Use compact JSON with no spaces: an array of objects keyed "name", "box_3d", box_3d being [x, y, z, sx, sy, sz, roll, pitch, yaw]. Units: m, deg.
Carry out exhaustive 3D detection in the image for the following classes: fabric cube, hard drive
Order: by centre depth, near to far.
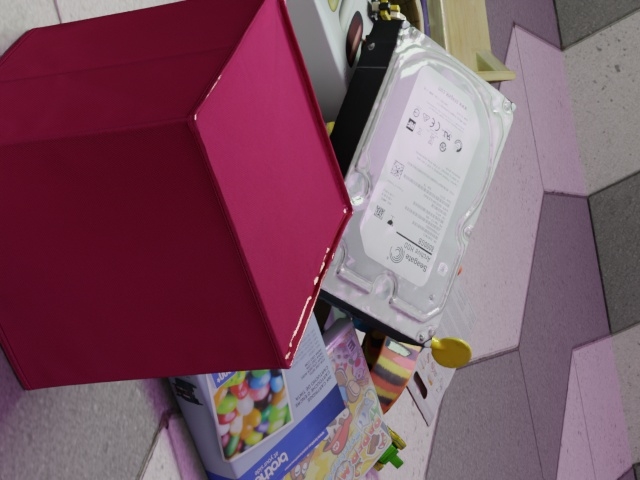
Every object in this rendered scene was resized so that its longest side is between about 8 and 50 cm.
[{"name":"fabric cube","box_3d":[-0.148,-0.049,1.316,0.259,0.258,0.254,-66,143,-54]},{"name":"hard drive","box_3d":[0.101,-0.066,1.812,0.237,0.064,0.339,31,76,-40]}]

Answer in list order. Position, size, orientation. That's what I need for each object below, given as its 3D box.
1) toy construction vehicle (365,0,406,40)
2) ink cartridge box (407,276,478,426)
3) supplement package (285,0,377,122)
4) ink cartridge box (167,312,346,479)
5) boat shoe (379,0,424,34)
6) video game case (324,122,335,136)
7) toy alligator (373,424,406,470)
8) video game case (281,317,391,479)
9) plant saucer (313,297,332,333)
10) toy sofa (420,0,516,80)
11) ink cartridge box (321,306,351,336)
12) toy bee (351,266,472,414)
[{"name":"toy construction vehicle","box_3d":[0.086,-0.259,1.892,0.098,0.035,0.086,43,47,-66]},{"name":"ink cartridge box","box_3d":[0.175,0.161,2.432,0.225,0.056,0.181,-61,144,-27]},{"name":"supplement package","box_3d":[-0.032,-0.275,1.842,0.203,0.149,0.194,-74,151,-46]},{"name":"ink cartridge box","box_3d":[-0.072,0.152,1.647,0.186,0.065,0.311,-41,128,-36]},{"name":"boat shoe","box_3d":[0.104,-0.392,2.305,0.098,0.109,0.302,-32,108,-66]},{"name":"video game case","box_3d":[0.008,-0.146,2.092,0.201,0.023,0.183,-72,148,-46]},{"name":"toy alligator","box_3d":[0.070,0.276,2.095,0.051,0.056,0.190,46,0,33]},{"name":"video game case","box_3d":[-0.005,0.241,1.812,0.227,0.026,0.206,-45,131,-36]},{"name":"plant saucer","box_3d":[-0.060,0.027,1.745,0.278,0.041,0.278,-24,118,-56]},{"name":"toy sofa","box_3d":[0.205,-0.431,2.568,0.150,0.177,0.363,-7,91,-45]},{"name":"ink cartridge box","box_3d":[0.000,0.000,1.957,0.223,0.045,0.224,57,40,-50]},{"name":"toy bee","box_3d":[0.109,0.079,1.951,0.195,0.162,0.298,8,67,-23]}]
